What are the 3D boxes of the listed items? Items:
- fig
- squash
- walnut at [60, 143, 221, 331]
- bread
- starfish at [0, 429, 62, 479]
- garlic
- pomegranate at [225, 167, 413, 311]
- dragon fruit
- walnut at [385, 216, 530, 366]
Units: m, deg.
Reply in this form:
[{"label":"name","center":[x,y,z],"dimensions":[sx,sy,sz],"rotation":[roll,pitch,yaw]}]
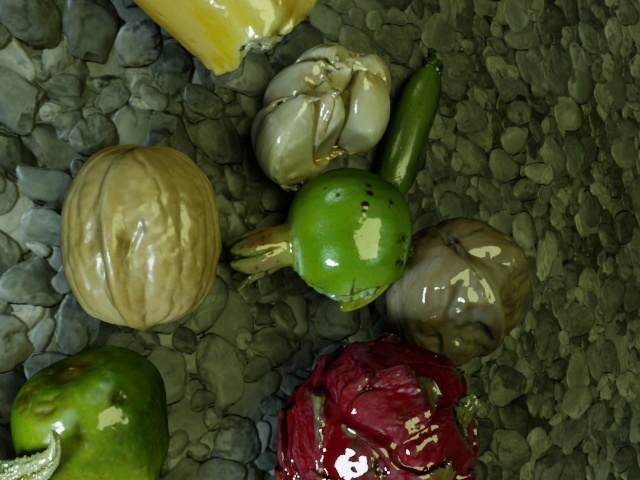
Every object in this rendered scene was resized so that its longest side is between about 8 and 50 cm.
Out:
[{"label":"fig","center":[-0.282,0.282,1.001],"dimensions":[0.206,0.206,0.275],"rotation":[-34,117,-31]},{"label":"squash","center":[0.172,-0.225,1.396],"dimensions":[0.087,0.087,0.331],"rotation":[31,68,-26]},{"label":"walnut","center":[-0.246,-0.003,1.025],"dimensions":[0.225,0.225,0.261],"rotation":[-3,91,-33]},{"label":"bread","center":[-0.175,-0.479,1.113],"dimensions":[0.394,0.250,0.361],"rotation":[40,63,-19]},{"label":"starfish","center":[-0.435,0.377,0.913],"dimensions":[0.347,0.078,0.358],"rotation":[-1,114,-13]},{"label":"garlic","center":[-0.002,-0.228,1.222],"dimensions":[0.281,0.203,0.185],"rotation":[-23,61,-20]},{"label":"pomegranate","center":[0.000,0.000,1.194],"dimensions":[0.302,0.236,0.236],"rotation":[-4,86,-6]},{"label":"dragon fruit","center":[0.085,0.306,1.144],"dimensions":[0.329,0.329,0.329],"rotation":[4,82,-32]},{"label":"walnut","center":[0.237,0.093,1.307],"dimensions":[0.273,0.227,0.273],"rotation":[-39,138,-47]}]
